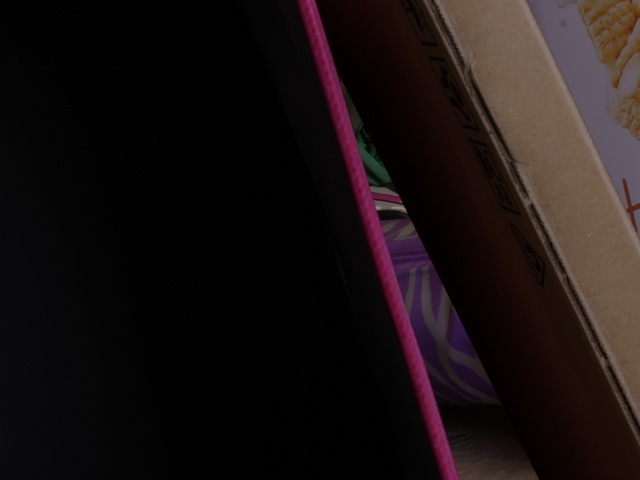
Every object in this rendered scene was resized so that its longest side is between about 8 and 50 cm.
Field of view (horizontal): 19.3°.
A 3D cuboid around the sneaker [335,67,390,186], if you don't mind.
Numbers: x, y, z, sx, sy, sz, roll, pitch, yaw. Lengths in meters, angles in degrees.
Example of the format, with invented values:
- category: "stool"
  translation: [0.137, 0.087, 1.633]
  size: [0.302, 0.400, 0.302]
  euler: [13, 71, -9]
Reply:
- category: "sneaker"
  translation: [0.022, -0.051, 1.254]
  size: [0.182, 0.158, 0.410]
  euler: [-51, 19, -10]

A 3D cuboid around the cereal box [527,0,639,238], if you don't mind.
- category: "cereal box"
  translation: [0.133, -0.041, 0.518]
  size: [0.047, 0.240, 0.173]
  euler: [-24, 11, -40]

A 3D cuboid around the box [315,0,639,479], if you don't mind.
- category: "box"
  translation: [0.053, 0.017, 0.447]
  size: [0.021, 0.201, 0.164]
  euler: [-28, 10, -4]

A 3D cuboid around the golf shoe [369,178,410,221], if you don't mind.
- category: "golf shoe"
  translation: [0.000, 0.000, 1.048]
  size: [0.186, 0.067, 0.086]
  euler: [-10, 13, 33]

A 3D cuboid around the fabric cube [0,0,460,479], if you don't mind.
- category: "fabric cube"
  translation: [-0.115, 0.029, 0.507]
  size: [0.259, 0.254, 0.258]
  euler: [-18, 10, -3]

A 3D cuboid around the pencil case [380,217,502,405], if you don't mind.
- category: "pencil case"
  translation: [0.044, 0.020, 0.741]
  size: [0.086, 0.088, 0.206]
  euler: [-57, 22, -22]
